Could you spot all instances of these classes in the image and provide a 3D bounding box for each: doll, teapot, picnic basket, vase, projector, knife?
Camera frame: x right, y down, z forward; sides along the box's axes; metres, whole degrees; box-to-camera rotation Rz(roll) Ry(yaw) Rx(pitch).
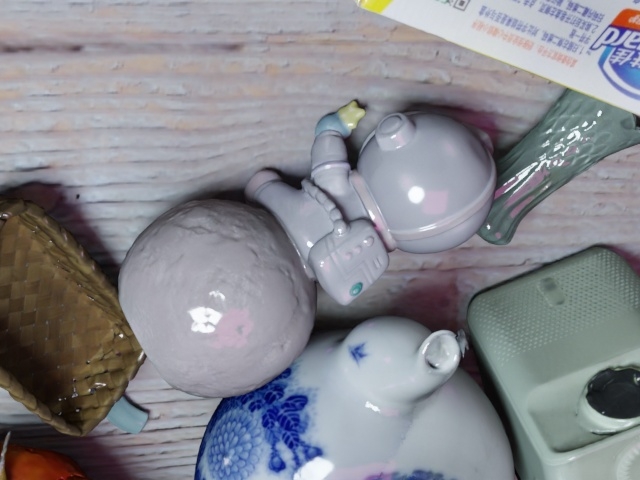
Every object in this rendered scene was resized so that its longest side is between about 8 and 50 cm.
[{"bbox_3d":[0.000,0.000,0.865,0.287,0.151,0.151,-29,127,-1],"label":"doll"},{"bbox_3d":[0.034,0.211,0.927,0.252,0.280,0.424,1,122,-17],"label":"teapot"},{"bbox_3d":[-0.202,0.054,0.853,0.110,0.054,0.193,-55,141,-22],"label":"picnic basket"},{"bbox_3d":[0.169,-0.061,0.917,0.148,0.081,0.081,-40,125,15],"label":"vase"},{"bbox_3d":[0.231,0.149,0.974,0.163,0.242,0.177,-21,128,-1],"label":"projector"},{"bbox_3d":[-0.196,0.084,0.933,0.028,0.015,0.210,-27,126,10],"label":"knife"}]

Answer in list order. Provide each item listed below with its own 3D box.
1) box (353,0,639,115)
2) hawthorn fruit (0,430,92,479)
[{"bbox_3d":[0.130,-0.176,0.772,0.265,0.168,0.097,15,115,-28],"label":"box"},{"bbox_3d":[-0.238,0.243,0.903,0.211,0.211,0.299,-9,132,-12],"label":"hawthorn fruit"}]
